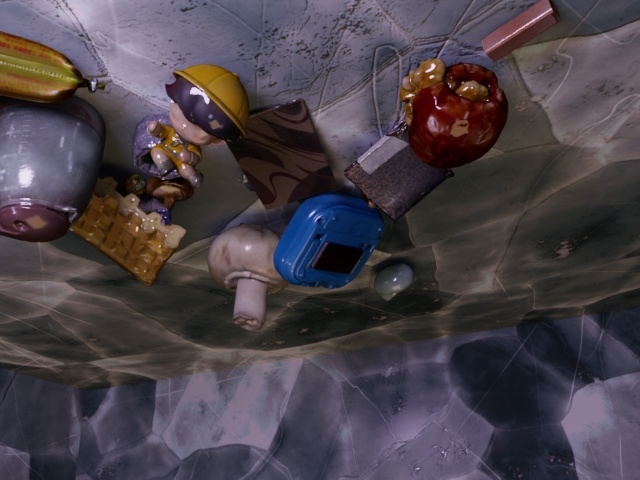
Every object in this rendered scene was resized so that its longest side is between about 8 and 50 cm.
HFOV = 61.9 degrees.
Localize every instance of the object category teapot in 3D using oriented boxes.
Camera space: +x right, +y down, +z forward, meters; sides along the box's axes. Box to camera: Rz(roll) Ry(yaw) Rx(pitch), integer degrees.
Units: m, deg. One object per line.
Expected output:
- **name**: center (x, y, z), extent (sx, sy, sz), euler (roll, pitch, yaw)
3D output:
- **teapot**: center (-0.647, -0.138, 1.160), extent (0.315, 0.311, 0.233), euler (-7, 151, 4)

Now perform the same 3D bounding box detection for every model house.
- **model house**: center (-0.481, -0.073, 1.546), extent (0.101, 0.100, 0.087), euler (-3, 153, -5)

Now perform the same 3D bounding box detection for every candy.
- **candy**: center (-0.554, -0.134, 1.484), extent (0.201, 0.060, 0.061), euler (-16, 152, 36)

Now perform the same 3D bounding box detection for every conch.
- **conch**: center (0.301, 0.163, 2.126), extent (0.185, 0.120, 0.221), euler (-5, 160, -8)

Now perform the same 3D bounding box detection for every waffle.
- **waffle**: center (-0.562, -0.037, 1.473), extent (0.348, 0.077, 0.304), euler (39, 141, -10)

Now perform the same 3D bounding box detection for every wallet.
- **wallet**: center (0.213, -0.183, 1.425), extent (0.221, 0.071, 0.262), euler (-38, 136, 17)

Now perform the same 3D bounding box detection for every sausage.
- **sausage**: center (-0.574, -0.331, 1.009), extent (0.318, 0.117, 0.125), euler (7, 165, -26)

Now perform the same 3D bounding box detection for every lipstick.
- **lipstick**: center (0.402, -0.424, 1.077), extent (0.145, 0.045, 0.045), euler (-26, 147, 37)

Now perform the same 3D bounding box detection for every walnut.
- **walnut**: center (0.280, -0.275, 1.193), extent (0.244, 0.221, 0.269), euler (26, 158, 8)

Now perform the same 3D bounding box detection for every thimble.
- **thimble**: center (-0.373, -0.222, 1.276), extent (0.150, 0.097, 0.150), euler (-3, 153, -2)

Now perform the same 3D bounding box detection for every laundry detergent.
- **laundry detergent**: center (-0.126, -0.163, 1.479), extent (0.207, 0.061, 0.096), euler (6, 154, -20)

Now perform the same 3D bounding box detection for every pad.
- **pad**: center (-0.097, -0.207, 1.371), extent (0.220, 0.004, 0.330), euler (-17, 142, 8)

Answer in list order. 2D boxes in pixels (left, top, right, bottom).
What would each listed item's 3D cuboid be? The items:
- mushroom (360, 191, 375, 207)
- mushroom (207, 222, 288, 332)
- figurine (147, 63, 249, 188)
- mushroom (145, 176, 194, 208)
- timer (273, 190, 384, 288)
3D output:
- **mushroom**: center (0.171, -0.141, 1.551), extent (0.109, 0.085, 0.126), euler (-30, 158, -10)
- **mushroom**: center (-0.227, 0.123, 1.720), extent (0.315, 0.335, 0.314), euler (4, 148, 3)
- **figurine**: center (-0.262, -0.252, 1.131), extent (0.192, 0.167, 0.257), euler (36, 117, -22)
- **mushroom**: center (-0.406, -0.141, 1.441), extent (0.127, 0.087, 0.127), euler (-5, 157, -2)
- **timer**: center (0.035, 0.010, 1.630), extent (0.340, 0.115, 0.308), euler (11, 117, -46)
